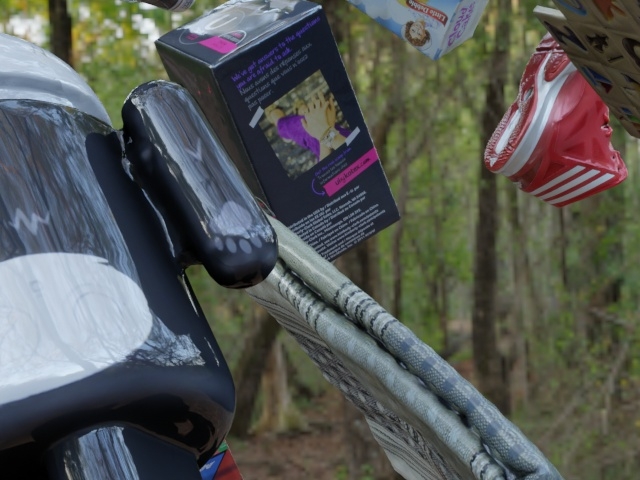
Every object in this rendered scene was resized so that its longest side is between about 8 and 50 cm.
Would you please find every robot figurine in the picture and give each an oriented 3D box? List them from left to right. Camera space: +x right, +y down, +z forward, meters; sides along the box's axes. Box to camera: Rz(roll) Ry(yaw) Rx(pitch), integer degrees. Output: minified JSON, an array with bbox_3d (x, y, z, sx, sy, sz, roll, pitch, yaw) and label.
[{"bbox_3d":[-0.142,0.037,0.573,0.209,0.278,0.173,-13,-30,-28],"label":"robot figurine"}]

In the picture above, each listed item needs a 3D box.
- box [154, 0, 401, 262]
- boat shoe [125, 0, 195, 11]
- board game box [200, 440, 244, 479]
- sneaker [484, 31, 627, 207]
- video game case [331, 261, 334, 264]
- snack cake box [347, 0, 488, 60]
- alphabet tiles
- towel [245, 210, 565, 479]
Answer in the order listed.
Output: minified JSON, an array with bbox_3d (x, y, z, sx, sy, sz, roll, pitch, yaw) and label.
[{"bbox_3d":[-0.046,-0.118,1.409,0.143,0.270,0.165,-31,29,-17],"label":"box"},{"bbox_3d":[-0.299,-0.396,1.801,0.102,0.108,0.301,-5,32,-48],"label":"boat shoe"},{"bbox_3d":[-0.206,0.305,1.317,0.281,0.145,0.027,-25,38,-6],"label":"board game box"},{"bbox_3d":[0.266,-0.133,1.294,0.128,0.221,0.087,35,-3,-19],"label":"sneaker"},{"bbox_3d":[0.000,0.000,1.669,0.019,0.157,0.143,33,-5,20],"label":"video game case"},{"bbox_3d":[0.062,-0.329,1.356,0.264,0.152,0.089,37,44,15],"label":"snack cake box"},{"bbox_3d":[0.308,-0.107,1.032,0.285,0.011,0.342,44,-4,-28],"label":"alphabet tiles"},{"bbox_3d":[0.067,0.121,0.772,0.324,0.056,0.312,41,-6,44],"label":"towel"}]
